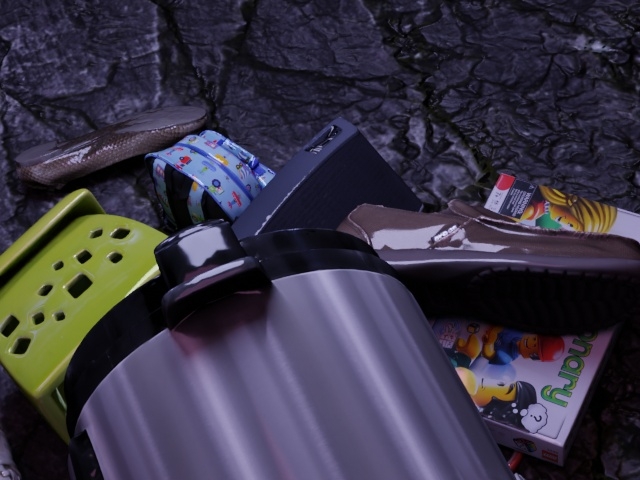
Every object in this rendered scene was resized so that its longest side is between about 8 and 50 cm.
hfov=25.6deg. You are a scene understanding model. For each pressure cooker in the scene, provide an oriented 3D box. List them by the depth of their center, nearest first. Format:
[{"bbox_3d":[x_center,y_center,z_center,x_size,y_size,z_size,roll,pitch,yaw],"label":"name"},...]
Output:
[{"bbox_3d":[-0.039,0.192,1.327,0.370,0.376,0.420,-49,54,34],"label":"pressure cooker"}]

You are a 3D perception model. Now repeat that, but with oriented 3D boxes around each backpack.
[{"bbox_3d":[-0.122,-0.059,1.644,0.158,0.173,0.117,33,71,27],"label":"backpack"}]

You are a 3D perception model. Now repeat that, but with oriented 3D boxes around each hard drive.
[{"bbox_3d":[0.000,0.000,1.593,0.254,0.172,0.054,-49,21,-19],"label":"hard drive"}]

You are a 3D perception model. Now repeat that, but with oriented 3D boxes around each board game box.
[{"bbox_3d":[0.231,0.079,1.548,0.193,0.053,0.305,18,61,20],"label":"board game box"}]

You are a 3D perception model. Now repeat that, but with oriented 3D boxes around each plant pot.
[{"bbox_3d":[-0.251,0.094,1.556,0.207,0.228,0.227,35,72,33],"label":"plant pot"}]

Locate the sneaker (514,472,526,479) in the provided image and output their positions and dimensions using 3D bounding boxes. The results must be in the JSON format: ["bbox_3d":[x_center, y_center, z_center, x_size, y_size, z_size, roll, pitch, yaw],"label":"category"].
[{"bbox_3d":[0.204,0.351,1.395,0.095,0.090,0.235,-26,53,11],"label":"sneaker"}]

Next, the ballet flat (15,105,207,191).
[{"bbox_3d":[-0.261,-0.114,1.780,0.250,0.058,0.084,-18,22,-5],"label":"ballet flat"}]

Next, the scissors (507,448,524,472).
[{"bbox_3d":[0.086,0.285,1.485,0.297,0.021,0.109,-41,62,-14],"label":"scissors"}]

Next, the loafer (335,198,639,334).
[{"bbox_3d":[0.173,0.008,1.491,0.366,0.133,0.130,4,57,13],"label":"loafer"}]

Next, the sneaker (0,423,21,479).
[{"bbox_3d":[-0.362,0.263,1.540,0.290,0.106,0.123,24,70,25],"label":"sneaker"}]
